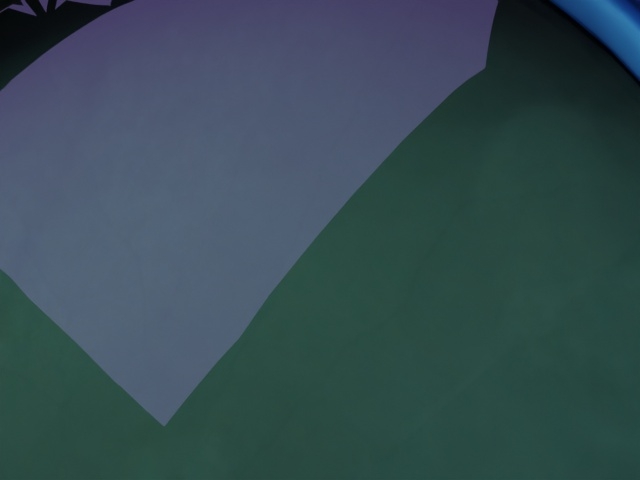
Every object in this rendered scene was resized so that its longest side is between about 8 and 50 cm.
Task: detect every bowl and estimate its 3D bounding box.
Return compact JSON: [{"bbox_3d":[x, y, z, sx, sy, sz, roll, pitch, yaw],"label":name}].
[{"bbox_3d":[-0.049,0.060,0.461,0.391,0.077,0.391,-5,77,20],"label":"bowl"}]

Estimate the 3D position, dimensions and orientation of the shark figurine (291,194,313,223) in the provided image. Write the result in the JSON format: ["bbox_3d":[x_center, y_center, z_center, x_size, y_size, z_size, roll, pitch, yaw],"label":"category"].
[{"bbox_3d":[0.017,0.019,0.640,0.116,0.166,0.278,-54,23,20],"label":"shark figurine"}]
